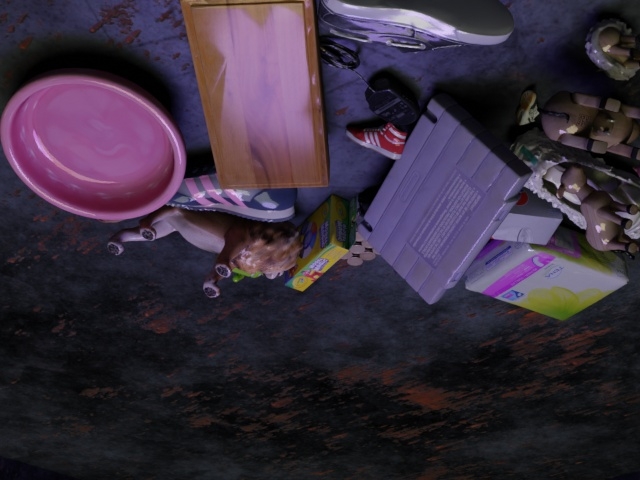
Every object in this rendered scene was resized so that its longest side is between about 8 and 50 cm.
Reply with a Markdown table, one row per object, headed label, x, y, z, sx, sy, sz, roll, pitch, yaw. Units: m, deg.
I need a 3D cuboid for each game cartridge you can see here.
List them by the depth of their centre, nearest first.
| label | x | y | z | sx | sy | sz | roll | pitch | yaw |
| --- | --- | --- | --- | --- | --- | --- | --- | --- | --- |
| game cartridge | 0.222 | -0.068 | 1.630 | 0.230 | 0.068 | 0.355 | 43 | 134 | 16 |

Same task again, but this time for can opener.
| label | x | y | z | sx | sy | sz | roll | pitch | yaw |
| --- | --- | --- | --- | --- | --- | --- | --- | --- | --- |
| can opener | 0.116 | -0.037 | 1.846 | 0.073 | 0.059 | 0.186 | -1 | 146 | 9 |

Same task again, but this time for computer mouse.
| label | x | y | z | sx | sy | sz | roll | pitch | yaw |
| --- | --- | --- | --- | --- | --- | --- | --- | --- | --- |
| computer mouse | 0.083 | -0.280 | 1.519 | 0.242 | 0.041 | 0.071 | 35 | 141 | -31 |

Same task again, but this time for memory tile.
| label | x | y | z | sx | sy | sz | roll | pitch | yaw |
| --- | --- | --- | --- | --- | --- | --- | --- | --- | --- |
| memory tile | 0.069 | 0.008 | 1.958 | 0.113 | 0.012 | 0.148 | -26 | 138 | 34 |

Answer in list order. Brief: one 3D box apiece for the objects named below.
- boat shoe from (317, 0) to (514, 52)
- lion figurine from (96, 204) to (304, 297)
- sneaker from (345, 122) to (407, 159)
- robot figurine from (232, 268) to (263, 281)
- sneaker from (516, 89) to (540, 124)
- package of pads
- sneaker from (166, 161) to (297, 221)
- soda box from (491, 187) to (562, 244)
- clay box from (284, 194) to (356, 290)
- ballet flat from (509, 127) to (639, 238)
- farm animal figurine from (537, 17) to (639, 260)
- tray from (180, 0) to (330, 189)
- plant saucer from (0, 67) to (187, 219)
| label | x | y | z | sx | sy | sz | roll | pitch | yaw |
| --- | --- | --- | --- | --- | --- | --- | --- | --- | --- |
| boat shoe | 0.144 | -0.340 | 1.361 | 0.301 | 0.108 | 0.102 | 6 | 150 | -8 |
| lion figurine | -0.237 | -0.023 | 1.774 | 0.392 | 0.240 | 0.142 | 29 | 133 | 2 |
| sneaker | 0.105 | -0.201 | 1.615 | 0.118 | 0.042 | 0.067 | 26 | 116 | 17 |
| robot figurine | -0.170 | 0.044 | 1.967 | 0.115 | 0.067 | 0.101 | 19 | 112 | -23 |
| sneaker | 0.378 | -0.241 | 1.571 | 0.037 | 0.032 | 0.083 | -9 | 152 | -10 |
| package of pads | 0.504 | 0.063 | 1.947 | 0.296 | 0.101 | 0.229 | 18 | 144 | -24 |
| sneaker | -0.200 | -0.128 | 1.713 | 0.319 | 0.112 | 0.131 | 7 | 116 | 0 |
| soda box | 0.333 | -0.066 | 1.769 | 0.286 | 0.091 | 0.098 | 6 | 146 | -7 |
| clay box | 0.000 | 0.000 | 1.845 | 0.053 | 0.127 | 0.222 | 19 | 141 | -23 |
| ballet flat | 0.526 | -0.080 | 1.677 | 0.409 | 0.147 | 0.147 | 21 | 141 | -26 |
| farm animal figurine | 0.491 | -0.166 | 1.493 | 0.327 | 0.330 | 0.172 | 26 | -178 | -32 |
| tray | -0.098 | -0.254 | 1.478 | 0.203 | 0.076 | 0.411 | -1 | 139 | 4 |
| plant saucer | -0.404 | -0.182 | 1.590 | 0.332 | 0.084 | 0.332 | 2 | 135 | 2 |
